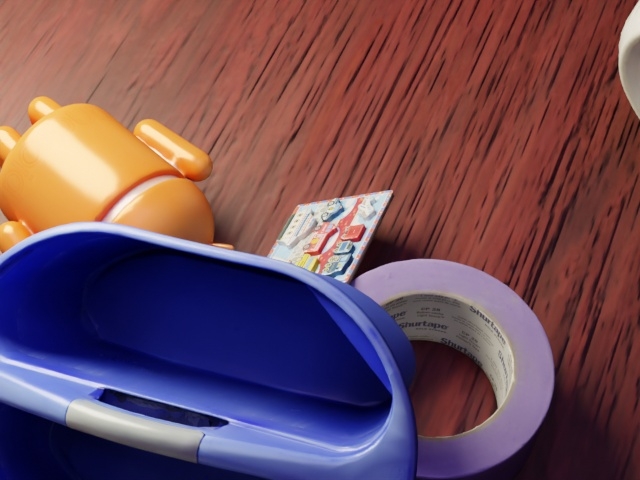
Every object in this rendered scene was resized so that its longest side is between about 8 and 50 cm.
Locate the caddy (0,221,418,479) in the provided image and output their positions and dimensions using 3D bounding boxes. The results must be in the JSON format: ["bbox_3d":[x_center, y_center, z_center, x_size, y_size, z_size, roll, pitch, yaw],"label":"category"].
[{"bbox_3d":[-0.094,0.118,0.850,0.341,0.179,0.241,12,93,16],"label":"caddy"}]

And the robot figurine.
[{"bbox_3d":[-0.179,-0.026,1.037,0.219,0.128,0.158,38,29,21],"label":"robot figurine"}]

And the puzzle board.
[{"bbox_3d":[0.000,0.000,1.045,0.096,0.011,0.128,-7,33,28],"label":"puzzle board"}]

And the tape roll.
[{"bbox_3d":[0.083,0.113,0.981,0.189,0.080,0.189,1,57,-2],"label":"tape roll"}]

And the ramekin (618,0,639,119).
[{"bbox_3d":[0.376,-0.140,1.056,0.273,0.273,0.127,39,76,21],"label":"ramekin"}]
